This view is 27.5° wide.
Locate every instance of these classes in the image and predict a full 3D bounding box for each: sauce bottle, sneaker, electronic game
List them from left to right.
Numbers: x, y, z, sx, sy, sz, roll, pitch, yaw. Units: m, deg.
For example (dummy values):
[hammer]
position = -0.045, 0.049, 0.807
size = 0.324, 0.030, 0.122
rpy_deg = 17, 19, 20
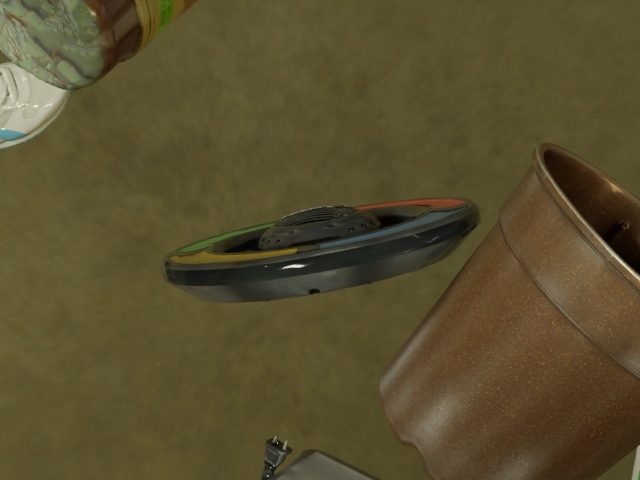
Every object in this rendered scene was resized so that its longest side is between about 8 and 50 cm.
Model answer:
[sneaker]
position = -0.376, -0.146, 1.399
size = 0.228, 0.092, 0.087
rpy_deg = -21, 72, -13
[sauce bottle]
position = -0.064, -0.231, 0.798
size = 0.111, 0.111, 0.344
rpy_deg = 40, 60, 0
[electronic game]
position = 0.000, 0.000, 0.927
size = 0.229, 0.229, 0.048
rpy_deg = -11, 97, -3

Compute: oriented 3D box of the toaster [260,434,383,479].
[toaster]
position = 0.019, 0.268, 1.022
size = 0.146, 0.129, 0.227
rpy_deg = 18, 114, 29

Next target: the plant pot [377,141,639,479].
[plant pot]
position = 0.129, 0.061, 0.726
size = 0.167, 0.167, 0.165
rpy_deg = 41, 111, 0

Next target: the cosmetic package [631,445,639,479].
[cosmetic package]
position = 0.465, 0.194, 1.406
size = 0.155, 0.197, 0.366
rpy_deg = 35, 48, -17
